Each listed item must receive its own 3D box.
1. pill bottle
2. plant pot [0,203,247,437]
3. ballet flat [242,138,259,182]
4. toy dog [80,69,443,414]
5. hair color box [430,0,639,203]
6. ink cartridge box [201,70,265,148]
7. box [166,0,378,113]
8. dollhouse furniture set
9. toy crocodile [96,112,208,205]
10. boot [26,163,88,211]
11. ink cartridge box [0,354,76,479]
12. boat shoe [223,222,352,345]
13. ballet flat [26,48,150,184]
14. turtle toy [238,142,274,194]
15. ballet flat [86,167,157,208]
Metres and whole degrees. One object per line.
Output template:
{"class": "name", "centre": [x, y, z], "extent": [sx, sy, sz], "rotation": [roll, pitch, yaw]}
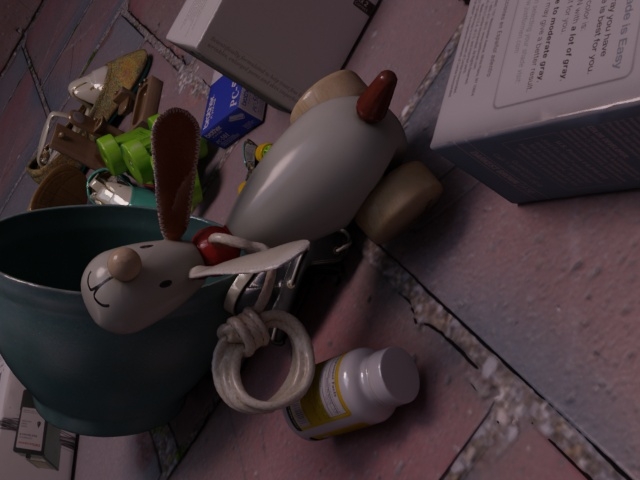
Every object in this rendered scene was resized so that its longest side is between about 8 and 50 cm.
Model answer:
{"class": "pill bottle", "centre": [0.026, 0.128, 0.688], "extent": [0.116, 0.065, 0.065], "rotation": [-27, 46, 41]}
{"class": "plant pot", "centre": [-0.233, 0.093, 0.911], "extent": [0.293, 0.293, 0.196], "rotation": [38, 125, 57]}
{"class": "ballet flat", "centre": [-0.077, -0.087, 1.022], "extent": [0.041, 0.041, 0.114], "rotation": [-36, 41, 35]}
{"class": "toy dog", "centre": [-0.035, -0.041, 0.678], "extent": [0.334, 0.220, 0.161], "rotation": [-52, -13, -26]}
{"class": "hair color box", "centre": [0.259, -0.144, 0.523], "extent": [0.374, 0.113, 0.185], "rotation": [-6, 62, 53]}
{"class": "ink cartridge box", "centre": [-0.114, -0.243, 1.174], "extent": [0.097, 0.046, 0.207], "rotation": [-27, 46, 43]}
{"class": "box", "centre": [-0.059, -0.273, 0.993], "extent": [0.182, 0.181, 0.119], "rotation": [-61, 32, 1]}
{"class": "dollhouse furniture set", "centre": [-0.389, -0.231, 1.473], "extent": [0.151, 0.123, 0.144], "rotation": [-31, 44, 39]}
{"class": "toy crocodile", "centre": [-0.255, -0.125, 1.239], "extent": [0.115, 0.105, 0.340], "rotation": [-28, 22, -22]}
{"class": "boot", "centre": [-0.528, -0.003, 1.489], "extent": [0.203, 0.095, 0.262], "rotation": [-20, 52, 50]}
{"class": "ink cartridge box", "centre": [-0.454, 0.305, 1.168], "extent": [0.211, 0.121, 0.289], "rotation": [-40, 39, 31]}
{"class": "boat shoe", "centre": [0.000, 0.000, 0.830], "extent": [0.079, 0.084, 0.233], "rotation": [37, 91, 19]}
{"class": "ballet flat", "centre": [-0.471, -0.249, 1.609], "extent": [0.349, 0.123, 0.123], "rotation": [-54, 33, 11]}
{"class": "turtle toy", "centre": [-0.043, -0.053, 0.916], "extent": [0.095, 0.066, 0.130], "rotation": [12, 77, 56]}
{"class": "ballet flat", "centre": [-0.327, -0.063, 1.297], "extent": [0.247, 0.087, 0.083], "rotation": [29, 93, 57]}
